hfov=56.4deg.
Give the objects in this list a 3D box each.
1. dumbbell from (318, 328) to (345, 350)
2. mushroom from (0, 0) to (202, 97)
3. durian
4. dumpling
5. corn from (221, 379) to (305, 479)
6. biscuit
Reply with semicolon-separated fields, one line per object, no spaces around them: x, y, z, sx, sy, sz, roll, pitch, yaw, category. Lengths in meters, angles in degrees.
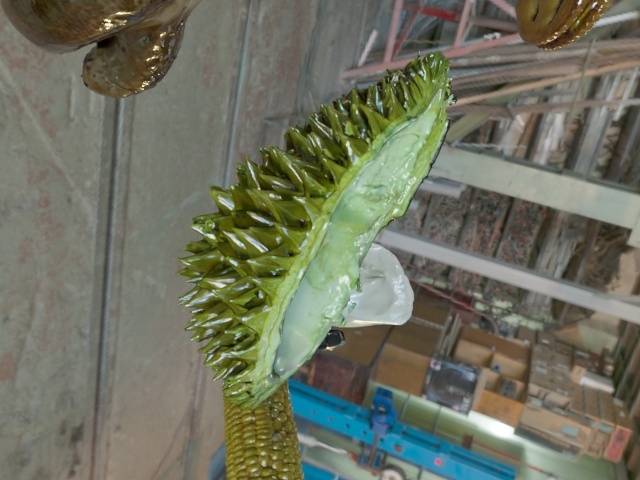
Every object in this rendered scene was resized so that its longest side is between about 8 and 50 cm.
0.007;0.107;0.810;0.036;0.040;0.083;4;64;-41;dumbbell
-0.210;-0.335;0.695;0.239;0.345;0.345;35;71;-40;mushroom
0.004;0.004;0.542;0.394;0.198;0.163;-57;-149;8;durian
0.047;0.077;1.044;0.124;0.228;0.151;-14;102;-80;dumpling
-0.080;0.247;0.773;0.102;0.102;0.313;90;-12;-48;corn
0.392;-0.420;0.963;0.220;0.066;0.221;-171;-90;-71;biscuit
